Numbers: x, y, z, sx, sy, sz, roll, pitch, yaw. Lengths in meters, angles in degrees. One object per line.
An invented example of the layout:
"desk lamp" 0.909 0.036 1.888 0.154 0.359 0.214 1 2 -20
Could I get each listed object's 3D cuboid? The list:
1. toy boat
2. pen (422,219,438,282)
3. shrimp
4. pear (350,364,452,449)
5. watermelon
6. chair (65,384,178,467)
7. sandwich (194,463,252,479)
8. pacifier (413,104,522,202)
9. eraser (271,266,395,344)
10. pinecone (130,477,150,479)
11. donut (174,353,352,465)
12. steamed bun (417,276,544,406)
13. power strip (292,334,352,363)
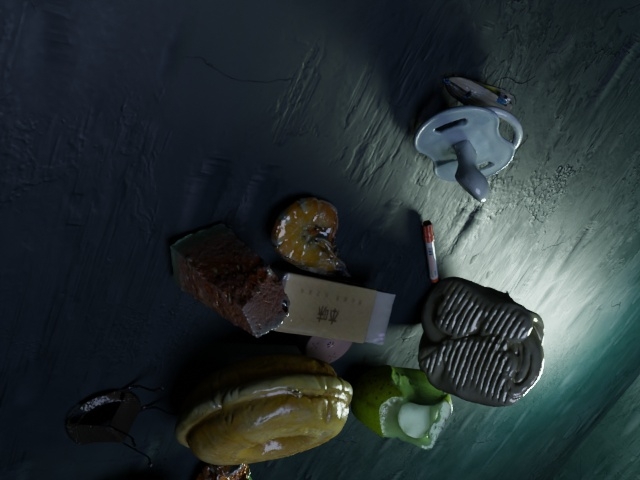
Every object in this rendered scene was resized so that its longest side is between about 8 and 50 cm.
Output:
"toy boat" 0.353 -0.325 1.535 0.210 0.066 0.084 18 117 -33
"pen" 0.297 0.033 1.831 0.028 0.028 0.239 -29 138 -11
"shrimp" 0.000 0.000 1.573 0.164 0.062 0.317 -51 139 3
"pear" 0.218 0.459 2.017 0.282 0.286 0.176 19 102 -14
"watermelon" -0.163 0.087 1.386 0.193 0.257 0.140 -21 136 -29
"chair" -0.471 0.425 1.595 0.213 0.149 0.174 4 141 15
"sandwich" -0.283 0.676 1.929 0.185 0.109 0.160 -25 139 -15
"pacifier" 0.342 -0.183 1.530 0.227 0.207 0.279 -15 147 27
"eraser" 0.022 0.164 1.650 0.343 0.078 0.144 13 91 -34
"pinecone" -0.459 0.743 1.784 0.243 0.243 0.257 -22 94 -18
"donut" -0.137 0.425 1.687 0.449 0.198 0.449 -13 150 -8
"steamed bun" 0.474 0.295 1.955 0.255 0.368 0.342 8 104 -57
"power strip" 0.010 0.246 1.777 0.154 0.078 0.154 -17 130 -22
